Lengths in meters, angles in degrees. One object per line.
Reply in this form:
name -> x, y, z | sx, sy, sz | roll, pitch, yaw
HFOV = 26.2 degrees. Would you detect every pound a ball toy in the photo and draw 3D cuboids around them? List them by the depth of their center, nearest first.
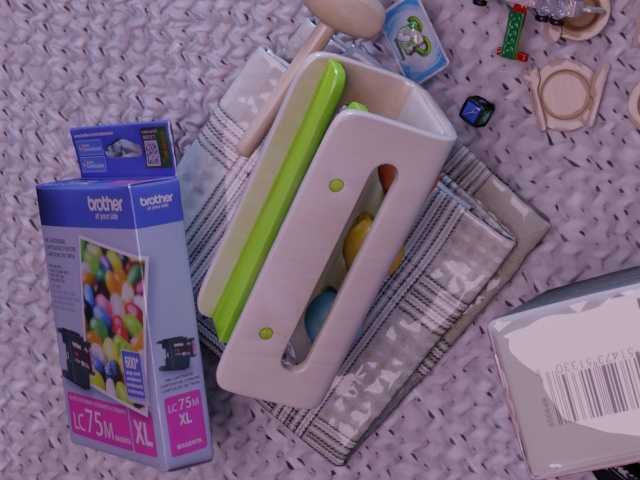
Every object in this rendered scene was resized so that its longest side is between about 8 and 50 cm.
pound a ball toy -> 0.009, -0.043, 1.179 | 0.135, 0.208, 0.319 | 16, 115, -23

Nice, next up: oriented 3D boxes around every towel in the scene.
towel -> 0.000, 0.000, 1.269 | 0.312, 0.056, 0.324 | 42, 105, 13

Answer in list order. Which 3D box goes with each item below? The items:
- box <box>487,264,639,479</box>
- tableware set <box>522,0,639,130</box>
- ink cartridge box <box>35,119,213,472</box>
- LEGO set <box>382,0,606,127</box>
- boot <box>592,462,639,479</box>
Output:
box -> 0.240, 0.094, 1.092 | 0.148, 0.232, 0.127 | -16, 88, 20
tableware set -> 0.258, -0.161, 1.184 | 0.168, 0.020, 0.141 | 5, 95, 19
ink cartridge box -> -0.188, 0.047, 1.278 | 0.185, 0.065, 0.311 | 3, 100, 52
LEGO set -> 0.130, -0.230, 1.212 | 0.182, 0.060, 0.244 | -31, 79, 37
boot -> 0.256, 0.243, 1.198 | 0.121, 0.045, 0.099 | 39, 108, 13
